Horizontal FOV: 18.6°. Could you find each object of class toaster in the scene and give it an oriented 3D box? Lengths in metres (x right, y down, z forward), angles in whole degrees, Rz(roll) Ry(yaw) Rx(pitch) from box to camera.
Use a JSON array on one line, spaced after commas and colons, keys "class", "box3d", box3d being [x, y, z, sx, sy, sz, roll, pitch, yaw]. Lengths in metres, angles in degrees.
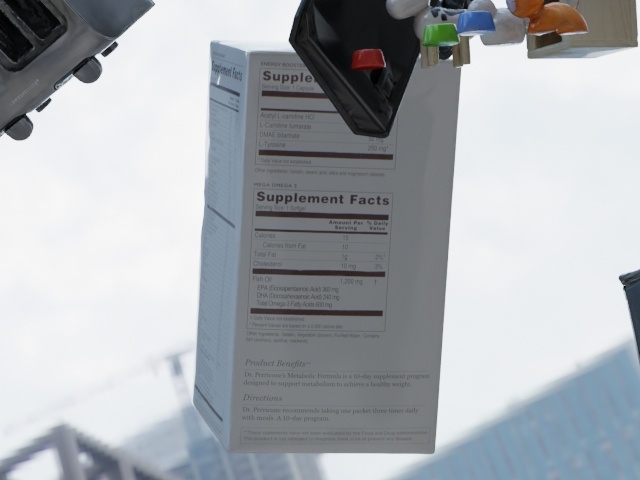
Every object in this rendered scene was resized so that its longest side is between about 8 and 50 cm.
[{"class": "toaster", "box3d": [-0.241, -0.174, 1.413, 0.168, 0.110, 0.185, -35, -74, 26]}]

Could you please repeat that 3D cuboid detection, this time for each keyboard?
[{"class": "keyboard", "box3d": [0.039, -0.132, 0.911, 0.023, 0.180, 0.108, -3, -37, 38]}]

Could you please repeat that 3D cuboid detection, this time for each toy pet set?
[{"class": "toy pet set", "box3d": [0.083, -0.111, 0.817, 0.114, 0.065, 0.122, -3, -1, -23]}]

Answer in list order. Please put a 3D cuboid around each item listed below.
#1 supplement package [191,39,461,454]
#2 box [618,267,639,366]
[{"class": "supplement package", "box3d": [0.000, 0.000, 1.224, 0.134, 0.139, 0.244, 2, -81, -14]}, {"class": "box", "box3d": [0.280, 0.126, 0.698, 0.293, 0.295, 0.073, -10, -11, -13]}]
